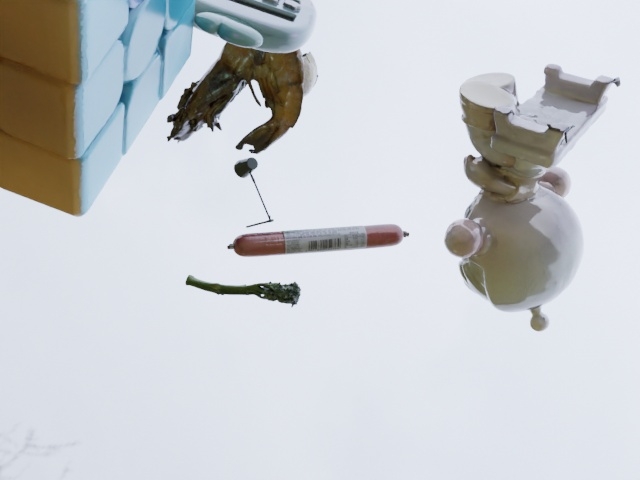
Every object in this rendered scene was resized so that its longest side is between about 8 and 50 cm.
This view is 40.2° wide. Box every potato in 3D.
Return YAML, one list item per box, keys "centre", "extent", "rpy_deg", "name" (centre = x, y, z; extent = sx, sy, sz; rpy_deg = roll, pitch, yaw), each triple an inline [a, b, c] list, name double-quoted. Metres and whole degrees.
- centre: [-0.051, -0.297, 1.662]
  extent: [0.096, 0.103, 0.066]
  rpy_deg: [-30, -72, 38]
  name: "potato"

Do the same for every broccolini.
- centre: [-0.153, 0.094, 1.737]
  extent: [0.239, 0.054, 0.051]
  rpy_deg: [6, -17, 13]
  name: "broccolini"

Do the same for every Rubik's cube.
- centre: [-0.302, -0.252, 0.858]
  extent: [0.291, 0.290, 0.291]
  rpy_deg: [21, -39, 1]
  name: "Rubik's cube"

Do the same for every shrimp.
- centre: [-0.125, -0.221, 1.420]
  extent: [0.289, 0.075, 0.178]
  rpy_deg: [-44, -98, 20]
  name: "shrimp"

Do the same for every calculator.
- centre: [-0.096, -0.297, 1.111]
  extent: [0.186, 0.299, 0.041]
  rpy_deg: [17, -60, -5]
  name: "calculator"

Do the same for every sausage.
- centre: [0.000, 0.000, 1.037]
  extent: [0.029, 0.223, 0.029]
  rpy_deg: [176, -90, -77]
  name: "sausage"

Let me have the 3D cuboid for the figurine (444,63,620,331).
- centre: [0.205, -0.034, 0.860]
  extent: [0.145, 0.182, 0.256]
  rpy_deg: [6, -55, 15]
  name: "figurine"

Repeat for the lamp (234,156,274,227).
- centre: [-0.109, -0.084, 1.462]
  extent: [0.054, 0.041, 0.121]
  rpy_deg: [-21, -98, 57]
  name: "lamp"
